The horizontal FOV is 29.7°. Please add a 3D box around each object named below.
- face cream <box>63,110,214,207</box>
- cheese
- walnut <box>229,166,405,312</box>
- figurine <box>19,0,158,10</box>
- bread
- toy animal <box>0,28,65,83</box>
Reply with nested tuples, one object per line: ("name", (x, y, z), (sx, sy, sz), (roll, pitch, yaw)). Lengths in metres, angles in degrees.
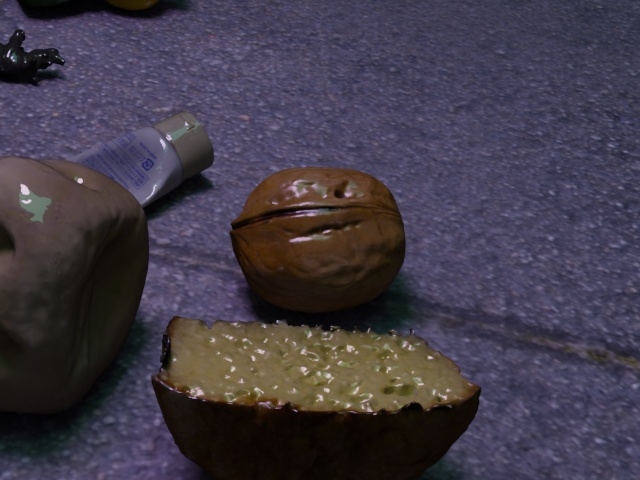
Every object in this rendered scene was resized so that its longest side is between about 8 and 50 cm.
("face cream", (-0.224, -0.063, 1.279), (0.224, 0.070, 0.114), (-31, 50, -27))
("cheese", (-0.230, 0.029, 1.011), (0.117, 0.218, 0.235), (12, 57, 13))
("walnut", (0.000, 0.000, 1.170), (0.180, 0.144, 0.144), (4, 35, -23))
("figurine", (-0.308, -0.384, 1.658), (0.234, 0.127, 0.185), (-17, 34, -18))
("bread", (-0.012, 0.145, 0.965), (0.260, 0.134, 0.129), (8, 24, -11))
("toy animal", (-0.377, -0.224, 1.469), (0.136, 0.047, 0.065), (12, 40, 0))
